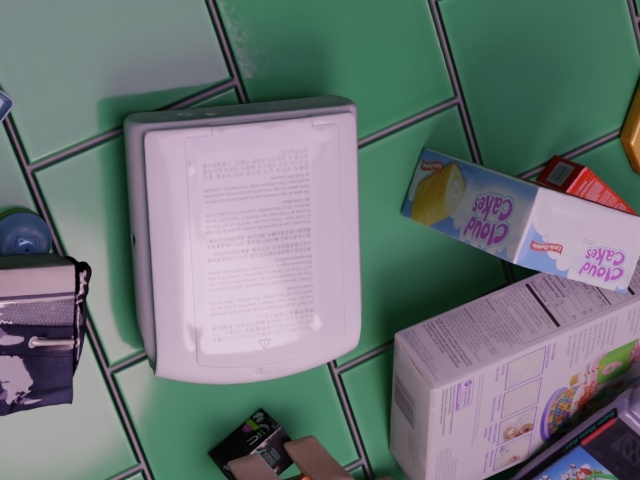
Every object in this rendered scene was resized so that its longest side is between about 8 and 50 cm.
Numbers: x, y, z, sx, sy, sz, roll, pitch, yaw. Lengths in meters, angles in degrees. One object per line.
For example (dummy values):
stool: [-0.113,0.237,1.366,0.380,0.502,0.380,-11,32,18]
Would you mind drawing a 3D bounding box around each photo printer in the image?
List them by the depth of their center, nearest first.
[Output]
photo printer: [-0.079,0.006,1.803,0.256,0.107,0.307,-7,107,-15]

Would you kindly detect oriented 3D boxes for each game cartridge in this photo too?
game cartridge: [0.362,0.321,1.976,0.230,0.068,0.355,39,124,-11]

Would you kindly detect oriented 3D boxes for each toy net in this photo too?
toy net: [-0.363,0.075,1.742,0.232,0.045,0.122,-39,118,-8]

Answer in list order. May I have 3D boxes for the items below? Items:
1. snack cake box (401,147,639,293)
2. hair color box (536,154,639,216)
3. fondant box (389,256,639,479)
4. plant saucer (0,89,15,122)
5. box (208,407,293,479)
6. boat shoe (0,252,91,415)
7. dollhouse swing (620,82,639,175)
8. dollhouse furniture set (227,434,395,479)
snack cake box: [0.223,-0.025,1.848,0.152,0.264,0.089,17,94,-26]
hair color box: [0.334,-0.041,2.002,0.141,0.072,0.043,39,86,-28]
fondant box: [0.246,0.153,1.948,0.330,0.096,0.238,-20,142,-17]
plant saucer: [-0.403,-0.170,1.669,0.192,0.018,0.067,38,87,-28]
box: [-0.075,0.246,1.904,0.083,0.062,0.052,-40,118,-9]
boat shoe: [-0.391,0.103,1.637,0.341,0.127,0.158,-2,99,-23]
dollhouse swing: [0.580,-0.195,1.965,0.347,0.315,0.305,13,88,-27]
dollhouse furniture set: [0.010,0.365,1.899,0.259,0.135,0.262,-13,125,-31]
